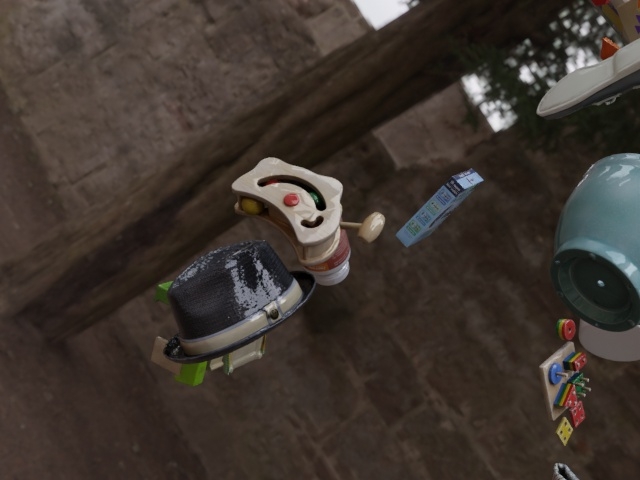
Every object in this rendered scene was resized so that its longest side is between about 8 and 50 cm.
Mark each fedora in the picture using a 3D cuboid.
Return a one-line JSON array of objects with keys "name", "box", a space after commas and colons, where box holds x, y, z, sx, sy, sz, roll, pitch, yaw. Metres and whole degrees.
[{"name": "fedora", "box": [-0.180, 0.099, 1.908, 0.334, 0.334, 0.152, -128, -167, -76]}]

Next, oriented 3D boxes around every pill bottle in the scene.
[{"name": "pill bottle", "box": [0.000, 0.000, 2.166, 0.121, 0.121, 0.216, 56, -11, 42]}, {"name": "pill bottle", "box": [0.709, 0.087, 2.286, 0.204, 0.204, 0.361, 58, 39, -43]}]

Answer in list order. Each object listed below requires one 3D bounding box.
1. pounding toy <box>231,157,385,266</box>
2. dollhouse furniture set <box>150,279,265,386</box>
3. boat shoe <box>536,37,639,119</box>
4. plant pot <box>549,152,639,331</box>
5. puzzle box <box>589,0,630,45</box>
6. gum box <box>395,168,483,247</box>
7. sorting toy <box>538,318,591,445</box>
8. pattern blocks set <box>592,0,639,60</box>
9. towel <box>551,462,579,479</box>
[{"name": "pounding toy", "box": [-0.031, -0.025, 1.793, 0.270, 0.154, 0.155, 21, -32, 14]}, {"name": "dollhouse furniture set", "box": [-0.248, 0.193, 2.252, 0.151, 0.197, 0.301, 22, 18, 24]}, {"name": "boat shoe", "box": [0.603, -0.320, 2.067, 0.099, 0.319, 0.116, 39, 49, -22]}, {"name": "plant pot", "box": [0.510, 0.030, 1.637, 0.293, 0.196, 0.293, 34, -31, 25]}, {"name": "puzzle box", "box": [0.799, -0.533, 2.431, 0.409, 0.052, 0.272, 54, 9, 14]}, {"name": "gum box", "box": [0.260, -0.072, 2.123, 0.041, 0.184, 0.157, 47, 24, 10]}, {"name": "sorting toy", "box": [0.548, 0.320, 2.157, 0.046, 0.132, 0.274, 3, -67, 45]}, {"name": "pattern blocks set", "box": [0.724, -0.458, 2.080, 0.285, 0.026, 0.324, -12, -83, 42]}, {"name": "towel", "box": [0.540, 0.628, 1.859, 0.324, 0.056, 0.312, 49, -22, 43]}]
